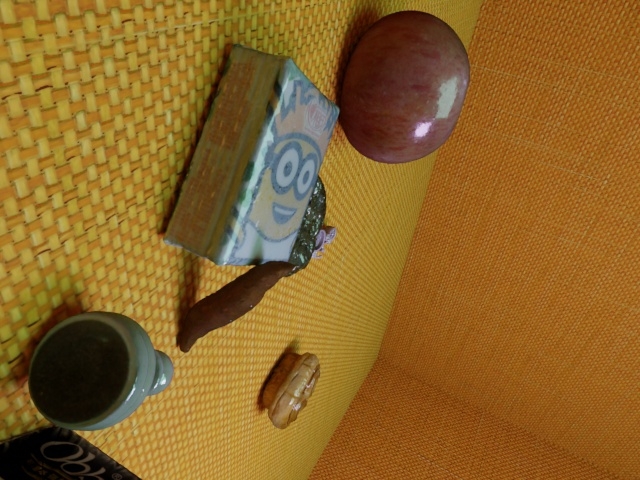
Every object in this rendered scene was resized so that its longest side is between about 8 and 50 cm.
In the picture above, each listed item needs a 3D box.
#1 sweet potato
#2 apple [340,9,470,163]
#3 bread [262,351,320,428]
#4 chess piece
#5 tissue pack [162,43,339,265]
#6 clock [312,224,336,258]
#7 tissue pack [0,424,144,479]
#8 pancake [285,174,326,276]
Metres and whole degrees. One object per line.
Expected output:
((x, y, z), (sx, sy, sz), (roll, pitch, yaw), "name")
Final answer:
((-0.148, 0.103, 0.755), (0.314, 0.066, 0.072), (-33, -179, 29), "sweet potato")
((0.203, -0.342, 1.049), (0.345, 0.269, 0.345), (-54, 156, -37), "apple")
((-0.088, 0.454, 1.394), (0.236, 0.120, 0.198), (-54, 158, -34), "bread")
((-0.270, 0.186, 0.639), (0.139, 0.139, 0.272), (-61, 172, -16), "chess piece")
((-0.095, -0.115, 0.730), (0.311, 0.128, 0.228), (-70, 161, 4), "tissue pack")
((0.000, 0.000, 1.239), (0.129, 0.041, 0.087), (-23, 129, -57), "clock")
((-0.261, 0.392, 0.483), (0.210, 0.370, 0.198), (-65, 162, -4), "tissue pack")
((-0.054, -0.037, 1.018), (0.253, 0.037, 0.254), (-43, 141, -49), "pancake")
